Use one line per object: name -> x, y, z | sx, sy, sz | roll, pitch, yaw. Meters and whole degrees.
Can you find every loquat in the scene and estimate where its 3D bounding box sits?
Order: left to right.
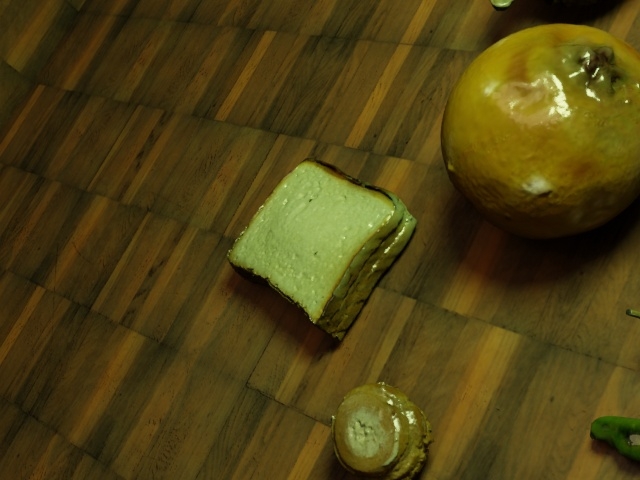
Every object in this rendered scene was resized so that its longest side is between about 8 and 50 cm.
loquat -> 0.342, -0.162, 1.361 | 0.329, 0.328, 0.328 | -18, 53, 26

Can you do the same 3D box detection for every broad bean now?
broad bean -> 0.503, 0.222, 1.185 | 0.292, 0.049, 0.144 | -34, 42, 10

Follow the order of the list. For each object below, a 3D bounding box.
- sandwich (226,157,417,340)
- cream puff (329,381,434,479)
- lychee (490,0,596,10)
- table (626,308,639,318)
sandwich -> 0.000, 0.000, 1.646 | 0.271, 0.099, 0.301 | -51, 43, -9
cream puff -> 0.097, 0.293, 1.377 | 0.150, 0.115, 0.165 | -25, 60, 30
lychee -> 0.437, -0.527, 1.564 | 0.320, 0.270, 0.269 | 0, 57, -1
table -> 0.492, 0.030, 1.243 | 0.122, 0.111, 0.240 | -18, 50, 52
